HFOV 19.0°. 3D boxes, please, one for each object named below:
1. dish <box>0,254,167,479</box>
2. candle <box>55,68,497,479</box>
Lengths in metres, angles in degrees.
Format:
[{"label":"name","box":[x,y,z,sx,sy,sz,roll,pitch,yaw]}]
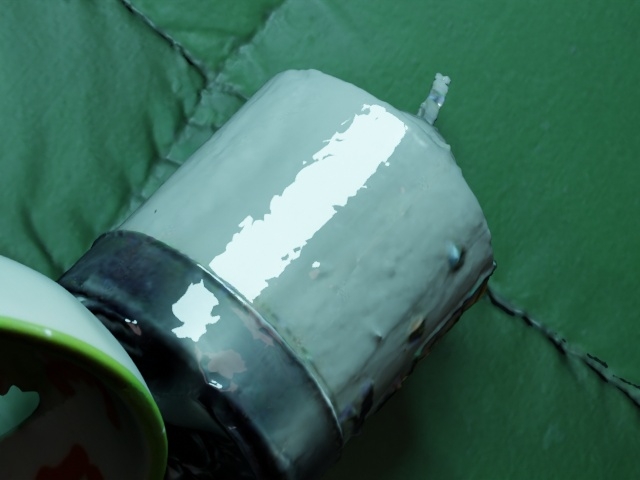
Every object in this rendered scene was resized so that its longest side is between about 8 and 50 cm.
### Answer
[{"label":"dish","box":[-0.244,0.086,0.935,0.324,0.324,0.124,-2,52,-23]},{"label":"candle","box":[0.000,0.000,1.098,0.187,0.187,0.330,47,64,-7]}]
